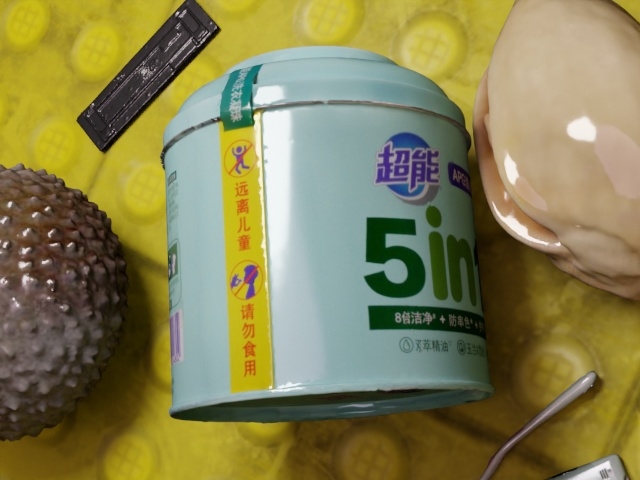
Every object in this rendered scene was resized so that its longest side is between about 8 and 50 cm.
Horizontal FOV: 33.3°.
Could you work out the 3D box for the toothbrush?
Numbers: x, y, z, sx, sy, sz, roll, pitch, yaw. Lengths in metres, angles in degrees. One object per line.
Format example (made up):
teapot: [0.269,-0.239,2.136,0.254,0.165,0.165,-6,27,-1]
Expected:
toothbrush: [0.180,0.191,0.993,0.204,0.017,0.022,-43,84,11]

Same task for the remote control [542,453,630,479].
remote control: [0.201,0.250,0.963,0.166,0.029,0.065,-26,68,18]

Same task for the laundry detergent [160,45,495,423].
laundry detergent: [0.000,0.000,0.966,0.287,0.287,0.305,-9,76,23]

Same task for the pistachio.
pistachio: [0.244,-0.093,0.933,0.214,0.193,0.318,-11,63,-9]

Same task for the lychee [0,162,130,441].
lychee: [-0.342,0.065,1.123,0.300,0.300,0.300,-5,77,24]

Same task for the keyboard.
keyboard: [-0.205,-0.195,1.257,0.204,0.013,0.061,-45,65,10]
